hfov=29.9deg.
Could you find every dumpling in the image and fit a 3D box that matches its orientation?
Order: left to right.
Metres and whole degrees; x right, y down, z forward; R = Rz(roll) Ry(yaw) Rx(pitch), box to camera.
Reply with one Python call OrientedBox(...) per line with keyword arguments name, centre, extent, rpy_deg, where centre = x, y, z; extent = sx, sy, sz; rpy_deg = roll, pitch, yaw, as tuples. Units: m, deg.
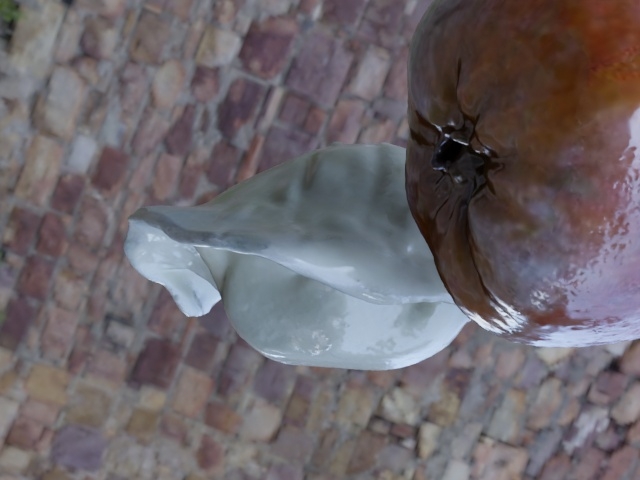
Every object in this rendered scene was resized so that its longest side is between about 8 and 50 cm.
OrientedBox(name="dumpling", centre=(0.000, 0.000, 0.914), extent=(0.318, 0.243, 0.187), rpy_deg=(0, -104, 37))

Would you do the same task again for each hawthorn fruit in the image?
OrientedBox(name="hawthorn fruit", centre=(0.168, -0.046, 0.695), extent=(0.231, 0.262, 0.235), rpy_deg=(-52, 158, -82))
